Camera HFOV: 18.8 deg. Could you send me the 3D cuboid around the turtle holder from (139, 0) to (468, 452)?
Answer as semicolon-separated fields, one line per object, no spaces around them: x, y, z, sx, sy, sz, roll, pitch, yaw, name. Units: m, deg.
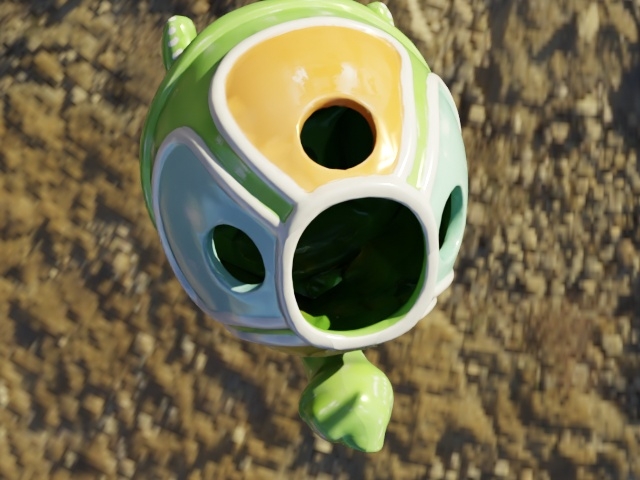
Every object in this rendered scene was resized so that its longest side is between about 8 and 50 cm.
-0.015;-0.008;1.419;0.243;0.227;0.320;12;116;-26;turtle holder
